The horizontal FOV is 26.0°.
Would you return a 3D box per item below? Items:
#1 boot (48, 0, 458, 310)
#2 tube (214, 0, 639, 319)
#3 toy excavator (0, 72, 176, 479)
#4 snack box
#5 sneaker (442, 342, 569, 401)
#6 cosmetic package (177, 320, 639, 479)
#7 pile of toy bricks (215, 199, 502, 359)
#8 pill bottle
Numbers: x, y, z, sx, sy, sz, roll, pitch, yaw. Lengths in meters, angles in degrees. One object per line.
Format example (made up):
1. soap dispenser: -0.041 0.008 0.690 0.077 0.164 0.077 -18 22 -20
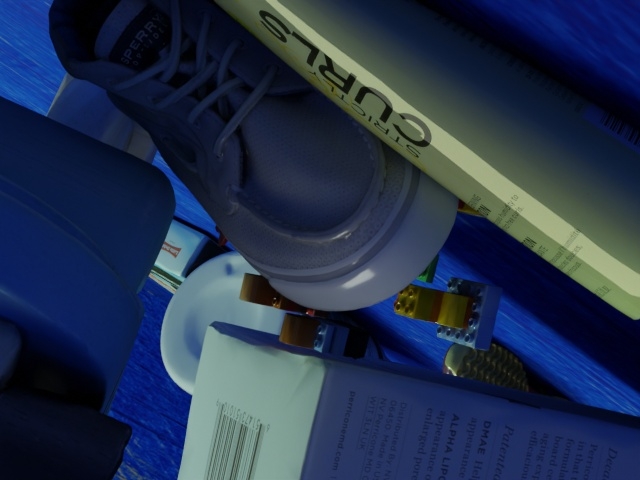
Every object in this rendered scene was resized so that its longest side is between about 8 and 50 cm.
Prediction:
1. boot: -0.049 -0.057 0.618 0.123 0.095 0.258 37 177 -32
2. tube: 0.035 -0.059 0.522 0.240 0.062 0.070 34 133 4
3. toy excavator: -0.171 0.011 0.756 0.222 0.445 0.433 25 149 -3
4. snack box: -0.144 0.044 1.665 0.187 0.060 0.322 25 170 33
5. sneaker: 0.144 0.133 1.199 0.084 0.069 0.185 14 161 45
6. cosmetic package: 0.121 0.172 0.878 0.385 0.156 0.217 13 178 -23
7. pile of toy bricks: 0.000 0.000 0.709 0.105 0.118 0.212 13 -179 -31
8. pill bottle: -0.027 0.137 1.474 0.161 0.161 0.283 23 168 40
